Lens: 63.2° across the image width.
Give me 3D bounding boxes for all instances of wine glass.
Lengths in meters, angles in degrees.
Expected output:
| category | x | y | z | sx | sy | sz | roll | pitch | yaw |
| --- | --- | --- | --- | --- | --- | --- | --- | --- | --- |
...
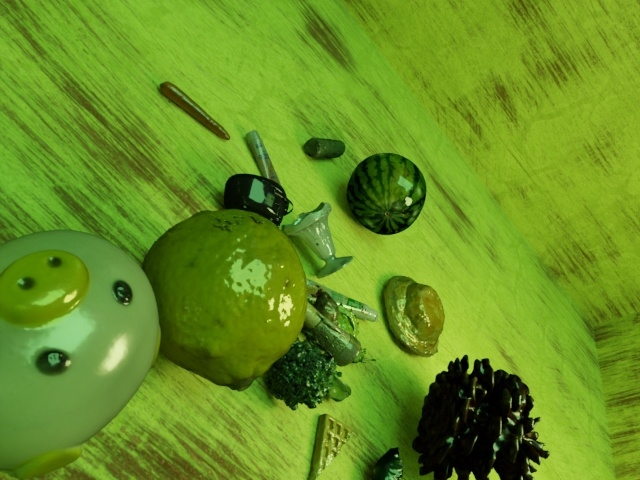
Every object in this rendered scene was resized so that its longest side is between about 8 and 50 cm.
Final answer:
| category | x | y | z | sx | sy | sz | roll | pitch | yaw |
| --- | --- | --- | --- | --- | --- | --- | --- | --- | --- |
| wine glass | 0.000 | 0.000 | 1.563 | 0.196 | 0.165 | 0.165 | 59 | 35 | -5 |

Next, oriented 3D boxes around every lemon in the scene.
| category | x | y | z | sx | sy | sz | roll | pitch | yaw |
| --- | --- | --- | --- | --- | --- | --- | --- | --- | --- |
| lemon | -0.195 | 0.118 | 1.092 | 0.350 | 0.350 | 0.387 | -2 | 70 | -51 |

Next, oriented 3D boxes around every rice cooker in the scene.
| category | x | y | z | sx | sy | sz | roll | pitch | yaw |
| --- | --- | --- | --- | --- | --- | --- | --- | --- | --- |
| rice cooker | -0.175 | -0.106 | 1.445 | 0.203 | 0.142 | 0.118 | 28 | 58 | -35 |

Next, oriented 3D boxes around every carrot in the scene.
| category | x | y | z | sx | sy | sz | roll | pitch | yaw |
| --- | --- | --- | --- | --- | --- | --- | --- | --- | --- |
| carrot | -0.359 | -0.371 | 1.507 | 0.248 | 0.043 | 0.043 | 38 | 40 | -29 |

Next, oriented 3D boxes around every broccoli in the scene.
| category | x | y | z | sx | sy | sz | roll | pitch | yaw |
| --- | --- | --- | --- | --- | --- | --- | --- | --- | --- |
| broccoli | -0.036 | 0.336 | 1.326 | 0.199 | 0.177 | 0.275 | 35 | -6 | 25 |

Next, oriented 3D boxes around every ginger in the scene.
| category | x | y | z | sx | sy | sz | roll | pitch | yaw |
| --- | --- | --- | --- | --- | --- | --- | --- | --- | --- |
| ginger | -0.053 | 0.192 | 1.363 | 0.204 | 0.080 | 0.104 | -6 | 90 | -9 |

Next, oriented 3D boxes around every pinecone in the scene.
| category | x | y | z | sx | sy | sz | roll | pitch | yaw |
| --- | --- | --- | --- | --- | --- | --- | --- | --- | --- |
| pinecone | 0.456 | 0.547 | 1.480 | 0.398 | 0.398 | 0.397 | 30 | 44 | -34 |

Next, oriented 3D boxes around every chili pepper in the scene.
| category | x | y | z | sx | sy | sz | roll | pitch | yaw |
| --- | --- | --- | --- | --- | --- | --- | --- | --- | --- |
| chili pepper | 0.195 | 0.683 | 1.347 | 0.148 | 0.116 | 0.264 | 1 | 63 | -37 |

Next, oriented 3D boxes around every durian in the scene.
| category | x | y | z | sx | sy | sz | roll | pitch | yaw |
| --- | --- | --- | --- | --- | --- | --- | --- | --- | --- |
| durian | 0.037 | 0.250 | 1.467 | 0.375 | 0.107 | 0.132 | 41 | 44 | -16 |

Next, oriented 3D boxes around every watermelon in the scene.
| category | x | y | z | sx | sy | sz | roll | pitch | yaw |
| --- | --- | --- | --- | --- | --- | --- | --- | --- | --- |
| watermelon | 0.237 | -0.170 | 1.859 | 0.285 | 0.285 | 0.285 | 30 | 44 | -34 |

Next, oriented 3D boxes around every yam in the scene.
| category | x | y | z | sx | sy | sz | roll | pitch | yaw |
| --- | --- | --- | --- | --- | --- | --- | --- | --- | --- |
| yam | 0.017 | -0.337 | 1.897 | 0.179 | 0.078 | 0.078 | -13 | 75 | -55 |

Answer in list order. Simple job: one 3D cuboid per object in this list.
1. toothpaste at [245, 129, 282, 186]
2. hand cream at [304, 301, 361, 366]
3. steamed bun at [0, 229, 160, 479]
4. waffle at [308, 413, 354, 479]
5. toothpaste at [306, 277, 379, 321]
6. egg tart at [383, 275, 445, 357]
| category | x | y | z | sx | sy | sz | roll | pitch | yaw |
| --- | --- | --- | --- | --- | --- | --- | --- | --- | --- |
| toothpaste | -0.179 | -0.251 | 1.634 | 0.067 | 0.043 | 0.194 | -24 | 89 | -57 |
| hand cream | 0.011 | 0.225 | 1.307 | 0.203 | 0.084 | 0.084 | 47 | 37 | -16 |
| steamed bun | -0.425 | 0.157 | 0.809 | 0.334 | 0.334 | 0.374 | 48 | 42 | -15 |
| waffle | 0.029 | 0.545 | 1.307 | 0.125 | 0.032 | 0.191 | 40 | 42 | -28 |
| toothpaste | 0.052 | 0.186 | 1.583 | 0.314 | 0.056 | 0.058 | 25 | 2 | -33 |
| egg tart | 0.349 | 0.251 | 1.819 | 0.319 | 0.128 | 0.318 | 32 | 43 | -36 |
